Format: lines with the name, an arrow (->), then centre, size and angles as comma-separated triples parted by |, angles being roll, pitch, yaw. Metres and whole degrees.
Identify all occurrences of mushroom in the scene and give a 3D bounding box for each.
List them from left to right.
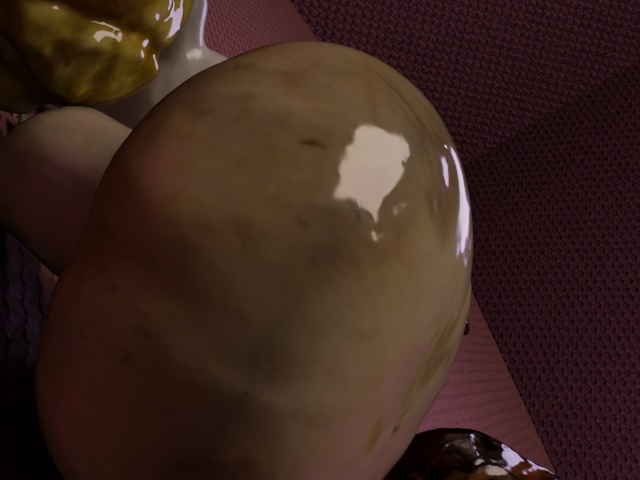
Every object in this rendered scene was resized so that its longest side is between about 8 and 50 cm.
mushroom -> -0.042, 0.023, 0.865 | 0.353, 0.325, 0.353 | 48, 20, -24

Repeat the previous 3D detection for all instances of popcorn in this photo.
popcorn -> -0.224, -0.204, 0.971 | 0.286, 0.215, 0.252 | 44, 2, 32

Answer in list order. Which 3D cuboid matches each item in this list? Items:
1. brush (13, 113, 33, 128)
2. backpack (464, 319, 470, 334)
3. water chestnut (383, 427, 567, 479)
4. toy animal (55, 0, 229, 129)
brush -> -0.245, -0.076, 1.066 | 0.016, 0.013, 0.084 | 44, 25, -39
backpack -> -0.005, 0.005, 1.448 | 0.378, 0.201, 0.353 | 52, 7, -45
water chestnut -> 0.146, 0.313, 1.199 | 0.289, 0.244, 0.289 | 32, -3, 2
toy animal -> -0.115, -0.071, 1.167 | 0.368, 0.196, 0.241 | 62, 12, 5
